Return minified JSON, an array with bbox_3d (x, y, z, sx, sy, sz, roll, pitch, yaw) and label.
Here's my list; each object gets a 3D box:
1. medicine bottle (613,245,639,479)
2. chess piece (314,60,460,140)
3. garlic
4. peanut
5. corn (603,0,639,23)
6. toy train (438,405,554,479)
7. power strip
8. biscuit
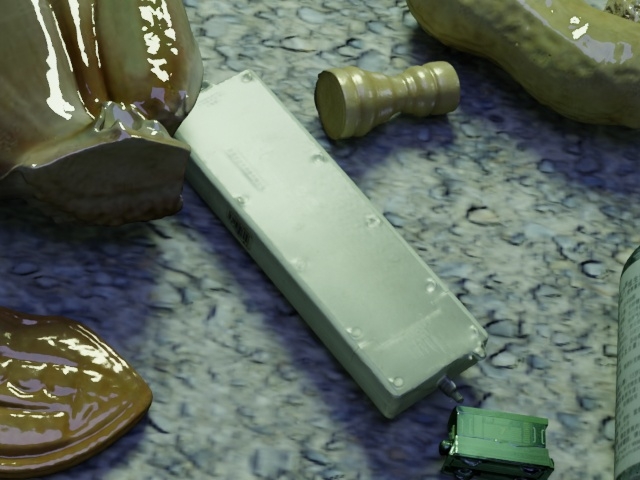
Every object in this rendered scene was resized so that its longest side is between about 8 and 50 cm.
[{"bbox_3d":[0.310,0.089,1.183,0.141,0.141,0.293,11,58,-3],"label":"medicine bottle"},{"bbox_3d":[0.062,-0.132,1.326,0.122,0.066,0.066,-13,61,-23],"label":"chess piece"},{"bbox_3d":[-0.243,-0.141,1.227,0.279,0.132,0.325,-16,56,-18],"label":"garlic"},{"bbox_3d":[0.207,-0.195,1.362,0.275,0.111,0.125,33,72,8],"label":"peanut"},{"bbox_3d":[0.428,-0.234,1.440,0.320,0.097,0.097,-11,61,-14],"label":"corn"},{"bbox_3d":[0.140,0.163,1.168,0.093,0.038,0.056,8,55,-5],"label":"toy train"},{"bbox_3d":[0.000,0.000,1.232,0.106,0.043,0.367,-30,65,-24],"label":"power strip"},{"bbox_3d":[-0.242,0.116,1.134,0.221,0.029,0.142,13,57,-2],"label":"biscuit"}]
